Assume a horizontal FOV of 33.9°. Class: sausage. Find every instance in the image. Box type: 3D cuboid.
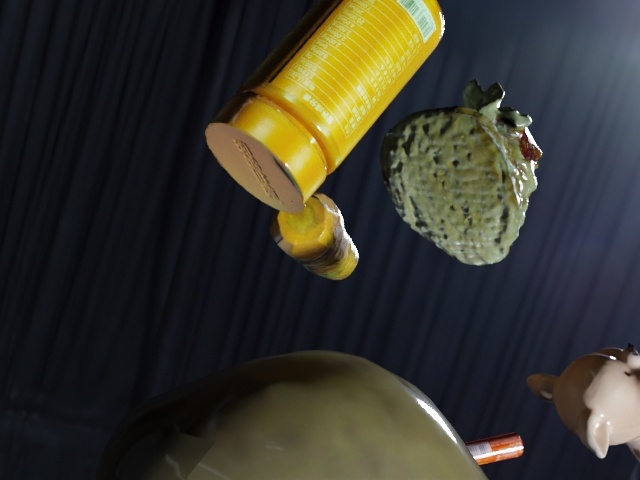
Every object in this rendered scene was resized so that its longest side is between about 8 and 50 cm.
[{"bbox_3d":[0.207,0.286,1.413,0.129,0.034,0.034,-9,24,-15],"label":"sausage"}]

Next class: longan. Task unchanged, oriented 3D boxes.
[{"bbox_3d":[-0.021,0.265,0.944,0.404,0.336,0.404,20,-14,5],"label":"longan"}]

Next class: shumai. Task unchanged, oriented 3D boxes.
[{"bbox_3d":[0.313,-0.137,2.026,0.292,0.330,0.288,-24,3,34],"label":"shumai"}]

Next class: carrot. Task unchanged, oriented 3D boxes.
[{"bbox_3d":[0.000,0.000,1.055,0.070,0.070,0.260,21,-6,11],"label":"carrot"}]

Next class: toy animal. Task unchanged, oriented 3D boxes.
[{"bbox_3d":[0.232,0.129,0.769,0.150,0.089,0.083,23,-16,-10],"label":"toy animal"}]

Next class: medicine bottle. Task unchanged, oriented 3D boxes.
[{"bbox_3d":[0.007,-0.122,0.802,0.096,0.192,0.096,32,-22,14],"label":"medicine bottle"}]
